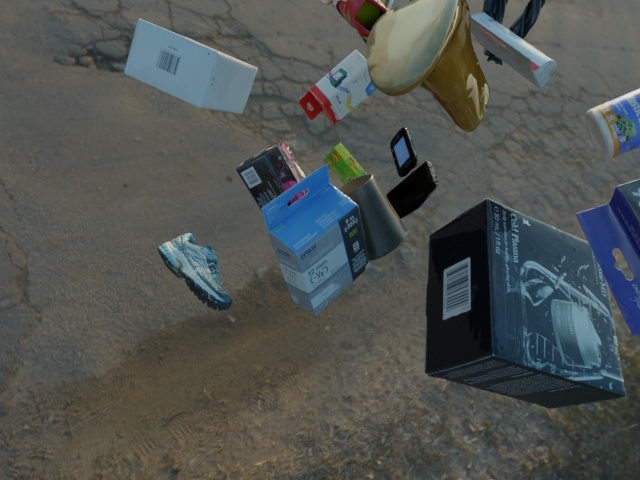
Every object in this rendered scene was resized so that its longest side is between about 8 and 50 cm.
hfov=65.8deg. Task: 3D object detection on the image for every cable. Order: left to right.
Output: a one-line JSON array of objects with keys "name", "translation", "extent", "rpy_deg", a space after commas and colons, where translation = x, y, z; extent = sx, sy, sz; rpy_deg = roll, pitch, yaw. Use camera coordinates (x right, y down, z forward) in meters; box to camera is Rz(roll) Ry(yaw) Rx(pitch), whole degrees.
[{"name": "cable", "translation": [0.349, -0.408, 0.892], "extent": [0.047, 0.150, 0.185], "rpy_deg": [13, 84, -21]}]

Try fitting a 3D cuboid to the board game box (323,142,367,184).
[{"name": "board game box", "translation": [0.101, -0.269, 1.874], "extent": [0.181, 0.092, 0.043], "rpy_deg": [50, 55, -2]}]

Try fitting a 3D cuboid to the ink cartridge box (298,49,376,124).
[{"name": "ink cartridge box", "translation": [0.057, -0.452, 1.521], "extent": [0.078, 0.231, 0.134], "rpy_deg": [52, 5, 23]}]

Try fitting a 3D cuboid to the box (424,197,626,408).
[{"name": "box", "translation": [0.593, 0.203, 1.488], "extent": [0.471, 0.297, 0.480], "rpy_deg": [20, 59, -20]}]

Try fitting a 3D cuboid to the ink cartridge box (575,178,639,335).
[{"name": "ink cartridge box", "translation": [0.691, -0.004, 0.928], "extent": [0.072, 0.307, 0.304], "rpy_deg": [52, 27, -46]}]

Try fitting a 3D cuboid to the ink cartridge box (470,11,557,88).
[{"name": "ink cartridge box", "translation": [0.294, -0.313, 0.774], "extent": [0.145, 0.045, 0.179], "rpy_deg": [46, 20, 19]}]

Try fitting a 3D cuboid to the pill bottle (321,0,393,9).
[{"name": "pill bottle", "translation": [0.075, -0.646, 1.263], "extent": [0.214, 0.117, 0.117], "rpy_deg": [12, 50, -27]}]

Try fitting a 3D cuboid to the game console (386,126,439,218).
[{"name": "game console", "translation": [0.315, -0.262, 1.838], "extent": [0.043, 0.213, 0.362], "rpy_deg": [20, 46, -33]}]

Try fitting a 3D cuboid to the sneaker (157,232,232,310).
[{"name": "sneaker", "translation": [-0.321, 0.072, 1.345], "extent": [0.122, 0.110, 0.283], "rpy_deg": [-40, 63, -23]}]

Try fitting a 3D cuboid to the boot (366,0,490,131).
[{"name": "boot", "translation": [0.155, -0.209, 0.611], "extent": [0.211, 0.104, 0.295], "rpy_deg": [50, 41, -37]}]

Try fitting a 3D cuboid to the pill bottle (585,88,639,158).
[{"name": "pill bottle", "translation": [0.903, -0.348, 1.372], "extent": [0.152, 0.271, 0.152], "rpy_deg": [56, 20, -33]}]

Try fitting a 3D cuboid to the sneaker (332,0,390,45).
[{"name": "sneaker", "translation": [0.141, -0.512, 1.196], "extent": [0.279, 0.107, 0.118], "rpy_deg": [13, 34, -45]}]

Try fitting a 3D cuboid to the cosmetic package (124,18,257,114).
[{"name": "cosmetic package", "translation": [-0.316, -0.426, 1.241], "extent": [0.224, 0.138, 0.224], "rpy_deg": [26, 18, 11]}]

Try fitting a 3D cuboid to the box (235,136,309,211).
[{"name": "box", "translation": [-0.133, -0.178, 1.605], "extent": [0.247, 0.163, 0.142], "rpy_deg": [60, 17, -16]}]

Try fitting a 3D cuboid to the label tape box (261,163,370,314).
[{"name": "label tape box", "translation": [0.000, 0.000, 1.397], "extent": [0.115, 0.348, 0.249], "rpy_deg": [26, 53, 39]}]

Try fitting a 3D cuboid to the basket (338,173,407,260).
[{"name": "basket", "translation": [0.160, -0.085, 1.595], "extent": [0.204, 0.154, 0.227], "rpy_deg": [-47, 115, -45]}]
